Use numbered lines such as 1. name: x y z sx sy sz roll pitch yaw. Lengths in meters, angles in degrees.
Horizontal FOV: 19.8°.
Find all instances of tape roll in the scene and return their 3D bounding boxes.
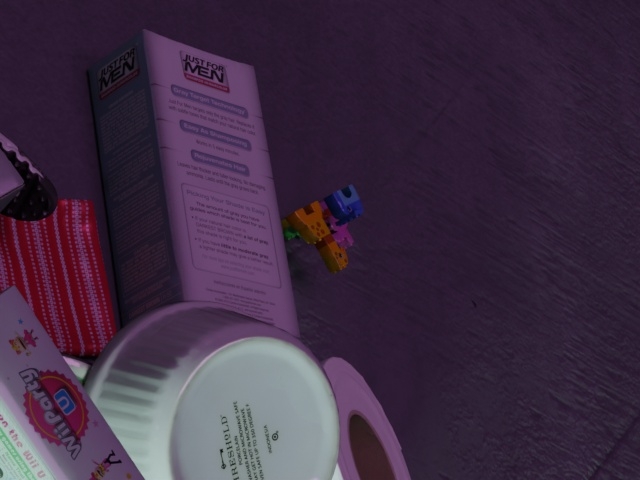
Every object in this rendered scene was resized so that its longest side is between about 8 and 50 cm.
1. tape roll: 0.022 0.281 2.112 0.286 0.100 0.286 58 17 -30

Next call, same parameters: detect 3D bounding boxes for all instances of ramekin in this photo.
1. ramekin: -0.100 0.196 1.849 0.273 0.127 0.272 -1 92 -38

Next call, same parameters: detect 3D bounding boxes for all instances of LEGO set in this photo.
1. LEGO set: 0.000 0.000 2.366 0.227 0.087 0.093 -27 87 -52

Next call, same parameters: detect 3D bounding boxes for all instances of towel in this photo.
1. towel: -0.339 0.028 2.001 0.275 0.031 0.198 9 61 -46

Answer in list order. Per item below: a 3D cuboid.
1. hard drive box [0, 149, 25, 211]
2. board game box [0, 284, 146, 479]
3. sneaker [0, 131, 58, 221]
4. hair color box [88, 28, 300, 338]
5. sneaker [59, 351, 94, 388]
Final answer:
1. hard drive box: -0.424 -0.094 1.827 0.089 0.181 0.232 -36 88 -41
2. board game box: -0.333 0.205 1.662 0.224 0.303 0.097 57 38 -5
3. sneaker: -0.376 -0.110 1.977 0.234 0.078 0.106 32 26 -4
4. hair color box: -0.154 -0.049 2.197 0.185 0.114 0.374 15 57 -44
5. sneaker: -0.251 0.239 1.887 0.410 0.158 0.182 31 63 -26
